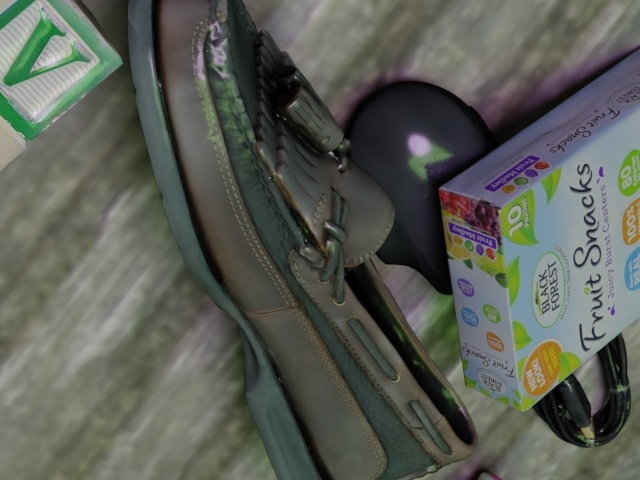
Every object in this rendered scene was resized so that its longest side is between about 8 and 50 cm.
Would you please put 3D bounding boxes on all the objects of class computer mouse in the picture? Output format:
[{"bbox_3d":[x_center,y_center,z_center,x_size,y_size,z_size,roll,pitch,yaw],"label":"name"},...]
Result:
[{"bbox_3d":[0.084,0.022,0.755,0.071,0.041,0.242,-40,127,1],"label":"computer mouse"}]

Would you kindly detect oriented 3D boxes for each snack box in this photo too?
[{"bbox_3d":[0.113,-0.008,0.720,0.141,0.037,0.100,-33,127,-33],"label":"snack box"}]

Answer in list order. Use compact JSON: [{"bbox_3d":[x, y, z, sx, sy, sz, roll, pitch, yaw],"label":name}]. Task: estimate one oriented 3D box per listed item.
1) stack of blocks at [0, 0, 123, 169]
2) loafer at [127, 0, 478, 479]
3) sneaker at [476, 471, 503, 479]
[{"bbox_3d":[-0.189,-0.141,0.510,0.171,0.087,0.297,-39,126,2],"label":"stack of blocks"},{"bbox_3d":[0.000,0.000,0.663,0.084,0.096,0.267,-7,134,11],"label":"loafer"},{"bbox_3d":[0.087,0.193,0.845,0.075,0.063,0.170,-28,121,-7],"label":"sneaker"}]
